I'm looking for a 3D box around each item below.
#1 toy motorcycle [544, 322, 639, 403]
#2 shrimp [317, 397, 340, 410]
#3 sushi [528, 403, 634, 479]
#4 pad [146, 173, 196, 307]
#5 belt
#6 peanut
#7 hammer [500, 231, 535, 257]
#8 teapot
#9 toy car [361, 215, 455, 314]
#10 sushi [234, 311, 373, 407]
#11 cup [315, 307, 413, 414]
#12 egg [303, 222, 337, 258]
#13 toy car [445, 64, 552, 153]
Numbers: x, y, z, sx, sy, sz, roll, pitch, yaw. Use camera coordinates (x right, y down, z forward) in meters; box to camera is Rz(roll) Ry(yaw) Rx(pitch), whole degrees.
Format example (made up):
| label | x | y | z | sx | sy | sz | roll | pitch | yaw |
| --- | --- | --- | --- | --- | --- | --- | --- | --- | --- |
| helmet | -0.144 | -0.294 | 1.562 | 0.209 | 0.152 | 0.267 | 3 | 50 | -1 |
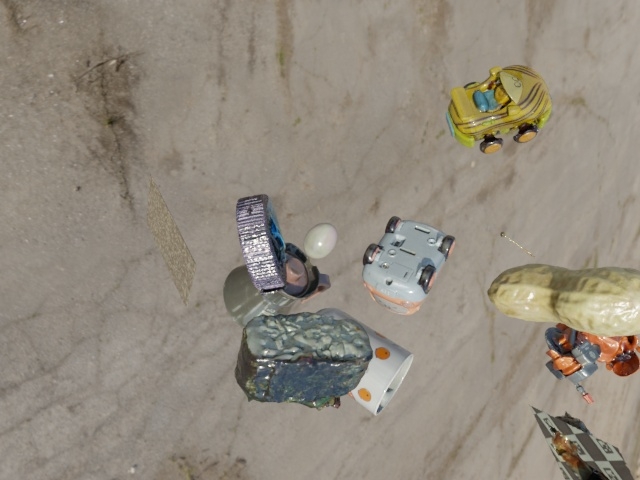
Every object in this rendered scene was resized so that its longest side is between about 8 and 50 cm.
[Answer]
| label | x | y | z | sx | sy | sz | roll | pitch | yaw |
| --- | --- | --- | --- | --- | --- | --- | --- | --- | --- |
| toy motorcycle | 0.765 | 0.305 | 1.276 | 0.326 | 0.221 | 0.147 | -17 | 151 | -35 |
| shrimp | 0.015 | 0.347 | 1.147 | 0.058 | 0.253 | 0.173 | -19 | 118 | 7 |
| sushi | 0.605 | 0.498 | 0.955 | 0.059 | 0.292 | 0.293 | -26 | 92 | -8 |
| pad | -0.304 | 0.003 | 0.909 | 0.003 | 0.235 | 0.158 | -17 | 151 | -34 |
| belt | -0.185 | 0.007 | 1.455 | 0.260 | 0.122 | 0.324 | -94 | 171 | -58 |
| peanut | 0.451 | 0.105 | 0.834 | 0.136 | 0.298 | 0.120 | -7 | 95 | -38 |
| hammer | 0.596 | 0.013 | 1.372 | 0.014 | 0.123 | 0.029 | -57 | 176 | 39 |
| teapot | -0.164 | 0.189 | 1.815 | 0.376 | 0.362 | 0.305 | 12 | 56 | -36 |
| toy car | 0.230 | 0.082 | 1.214 | 0.270 | 0.181 | 0.212 | -48 | 150 | -37 |
| sushi | -0.030 | 0.202 | 0.772 | 0.225 | 0.124 | 0.127 | 3 | 123 | -16 |
| cup | 0.099 | 0.355 | 1.413 | 0.212 | 0.317 | 0.212 | -43 | 151 | -32 |
| egg | 0.000 | 0.000 | 1.537 | 0.103 | 0.103 | 0.135 | 23 | 109 | -48 |
| toy car | 0.435 | -0.338 | 1.110 | 0.142 | 0.248 | 0.200 | 49 | 24 | -65 |
